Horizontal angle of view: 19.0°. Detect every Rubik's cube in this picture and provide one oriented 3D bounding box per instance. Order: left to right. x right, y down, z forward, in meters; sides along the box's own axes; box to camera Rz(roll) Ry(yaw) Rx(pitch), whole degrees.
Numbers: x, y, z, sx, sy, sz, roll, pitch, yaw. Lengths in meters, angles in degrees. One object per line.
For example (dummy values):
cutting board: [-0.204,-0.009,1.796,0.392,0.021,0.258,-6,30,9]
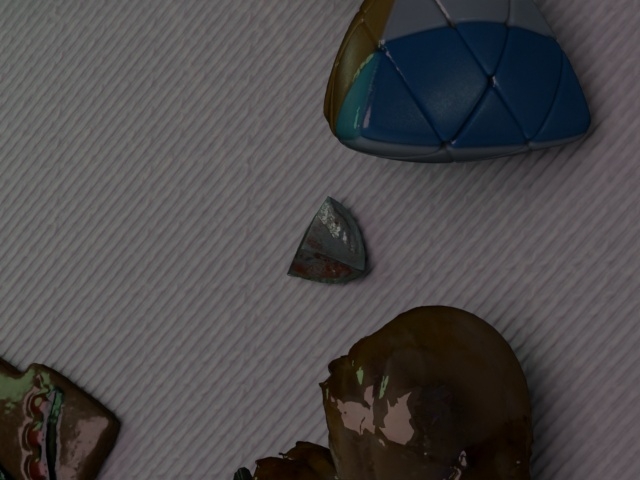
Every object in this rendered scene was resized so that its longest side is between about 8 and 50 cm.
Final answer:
Rubik's cube: [0.135,-0.173,1.684,0.254,0.254,0.254,-5,78,28]

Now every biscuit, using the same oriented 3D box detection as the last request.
biscuit: [-0.336,0.217,1.943,0.301,0.043,0.278,-24,71,23]

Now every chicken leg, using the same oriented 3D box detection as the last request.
chicken leg: [0.064,0.272,1.638,0.295,0.182,0.409,-14,90,-3]

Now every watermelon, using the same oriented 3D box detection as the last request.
watermelon: [0.000,0.000,1.788,0.085,0.061,0.085,0,91,29]

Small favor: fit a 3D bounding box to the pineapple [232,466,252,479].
pineapple: [-0.040,0.317,1.726,0.119,0.111,0.237,-36,65,21]
